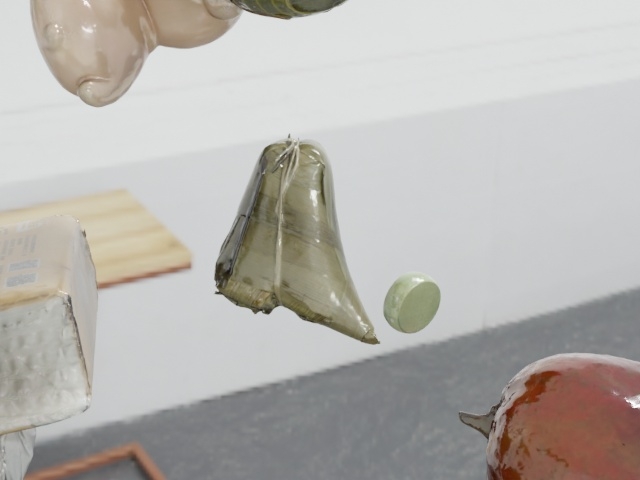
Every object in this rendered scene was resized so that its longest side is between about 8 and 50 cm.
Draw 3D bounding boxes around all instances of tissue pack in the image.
[{"bbox_3d":[-0.348,0.125,1.350,0.238,0.238,0.305,-3,17,-9],"label":"tissue pack"}]

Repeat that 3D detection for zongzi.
[{"bbox_3d":[0.000,0.000,1.310,0.197,0.194,0.099,21,9,15],"label":"zongzi"}]

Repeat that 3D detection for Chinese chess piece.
[{"bbox_3d":[0.119,0.081,1.610,0.084,0.084,0.034,-21,35,-35],"label":"Chinese chess piece"}]

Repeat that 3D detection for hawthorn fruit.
[{"bbox_3d":[0.248,0.207,1.168,0.249,0.215,0.215,21,33,12],"label":"hawthorn fruit"}]

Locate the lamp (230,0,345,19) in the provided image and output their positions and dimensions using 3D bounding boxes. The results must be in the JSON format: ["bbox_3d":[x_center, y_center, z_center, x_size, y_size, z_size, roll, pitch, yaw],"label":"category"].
[{"bbox_3d":[-0.047,-0.390,1.380,0.250,0.250,0.284,-14,68,-27],"label":"lamp"}]

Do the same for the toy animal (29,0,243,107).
[{"bbox_3d":[-0.211,-0.343,1.548,0.247,0.277,0.345,0,27,17],"label":"toy animal"}]
